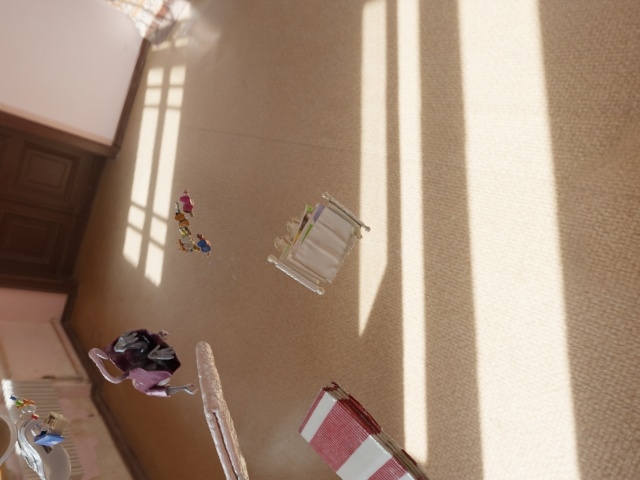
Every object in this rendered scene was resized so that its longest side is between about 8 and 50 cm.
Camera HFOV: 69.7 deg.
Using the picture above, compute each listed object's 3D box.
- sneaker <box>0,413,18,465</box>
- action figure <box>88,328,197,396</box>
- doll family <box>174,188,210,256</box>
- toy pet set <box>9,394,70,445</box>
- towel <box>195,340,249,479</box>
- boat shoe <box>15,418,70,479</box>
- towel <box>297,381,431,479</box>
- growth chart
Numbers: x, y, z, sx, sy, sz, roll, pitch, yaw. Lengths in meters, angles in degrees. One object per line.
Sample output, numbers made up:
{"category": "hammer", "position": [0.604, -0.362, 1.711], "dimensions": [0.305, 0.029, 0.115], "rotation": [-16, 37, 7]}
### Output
{"category": "sneaker", "position": [-0.556, 0.363, 0.733], "dimensions": [0.282, 0.153, 0.099], "rotation": [-39, 75, 3]}
{"category": "action figure", "position": [-0.589, 0.459, 1.565], "dimensions": [0.248, 0.276, 0.370], "rotation": [50, 144, 19]}
{"category": "doll family", "position": [-0.490, -0.048, 1.676], "dimensions": [0.163, 0.118, 0.263], "rotation": [-167, 57, -77]}
{"category": "toy pet set", "position": [-0.625, 0.404, 1.008], "dimensions": [0.122, 0.114, 0.065], "rotation": [12, 65, 37]}
{"category": "towel", "position": [-0.267, 0.478, 1.244], "dimensions": [0.332, 0.053, 0.317], "rotation": [-143, 38, -65]}
{"category": "boat shoe", "position": [-0.882, 0.672, 1.458], "dimensions": [0.084, 0.095, 0.258], "rotation": [-8, 104, 26]}
{"category": "towel", "position": [0.102, 0.433, 0.868], "dimensions": [0.329, 0.037, 0.237], "rotation": [41, 138, 19]}
{"category": "growth chart", "position": [0.000, 0.000, 1.044], "dimensions": [0.237, 0.172, 0.021], "rotation": [-53, 13, -26]}
